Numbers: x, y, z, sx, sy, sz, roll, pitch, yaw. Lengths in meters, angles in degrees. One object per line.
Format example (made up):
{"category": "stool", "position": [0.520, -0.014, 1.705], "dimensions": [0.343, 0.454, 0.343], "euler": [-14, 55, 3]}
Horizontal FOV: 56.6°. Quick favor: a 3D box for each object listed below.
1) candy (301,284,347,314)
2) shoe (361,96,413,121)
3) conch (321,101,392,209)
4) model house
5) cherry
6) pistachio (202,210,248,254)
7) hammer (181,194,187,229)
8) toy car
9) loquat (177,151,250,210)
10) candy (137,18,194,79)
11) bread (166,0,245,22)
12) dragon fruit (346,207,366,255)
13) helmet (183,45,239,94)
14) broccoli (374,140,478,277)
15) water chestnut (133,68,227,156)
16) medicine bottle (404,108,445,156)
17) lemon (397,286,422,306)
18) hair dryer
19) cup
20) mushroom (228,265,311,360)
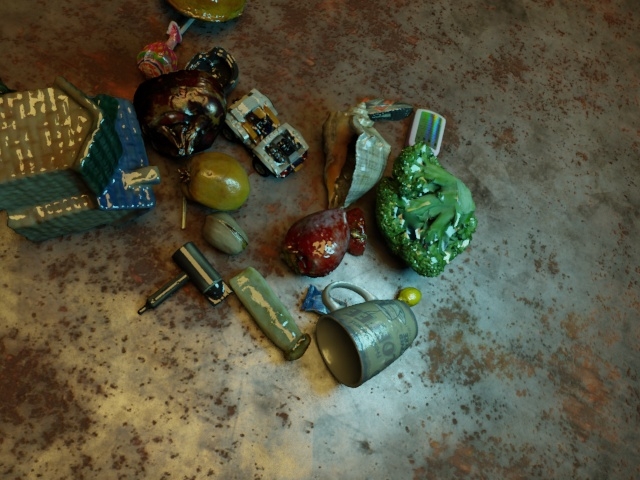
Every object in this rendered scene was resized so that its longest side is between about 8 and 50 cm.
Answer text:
{"category": "candy", "position": [0.013, 0.203, 1.827], "dimensions": [0.136, 0.038, 0.088], "euler": [29, 56, -12]}
{"category": "shoe", "position": [0.229, -0.463, 2.059], "dimensions": [0.194, 0.074, 0.077], "euler": [-9, 72, -14]}
{"category": "conch", "position": [0.124, -0.260, 1.875], "dimensions": [0.210, 0.297, 0.352], "euler": [-4, 99, -11]}
{"category": "model house", "position": [-0.645, -0.249, 1.547], "dimensions": [0.400, 0.445, 0.395], "euler": [-10, 79, -7]}
{"category": "cherry", "position": [0.000, 0.000, 1.799], "dimensions": [0.175, 0.192, 0.250], "euler": [46, 72, -25]}
{"category": "pistachio", "position": [-0.283, -0.021, 1.777], "dimensions": [0.149, 0.113, 0.113], "euler": [33, 69, -8]}
{"category": "hammer", "position": [-0.411, -0.130, 1.808], "dimensions": [0.028, 0.060, 0.195], "euler": [2, 78, -14]}
{"category": "toy car", "position": [-0.170, -0.336, 1.897], "dimensions": [0.301, 0.118, 0.193], "euler": [47, 66, 1]}
{"category": "loquat", "position": [-0.315, -0.175, 1.764], "dimensions": [0.234, 0.187, 0.176], "euler": [17, 75, -33]}
{"category": "candy", "position": [-0.466, -0.657, 1.934], "dimensions": [0.124, 0.124, 0.365], "euler": [29, 61, -5]}
{"category": "bread", "position": [-0.386, -0.853, 1.943], "dimensions": [0.312, 0.172, 0.312], "euler": [10, 56, -15]}
{"category": "dragon fruit", "position": [0.098, -0.035, 1.880], "dimensions": [0.083, 0.106, 0.162], "euler": [0, 77, -13]}
{"category": "helmet", "position": [-0.344, -0.524, 1.913], "dimensions": [0.177, 0.107, 0.153], "euler": [-23, 86, 2]}
{"category": "broccoli", "position": [0.330, -0.084, 1.858], "dimensions": [0.310, 0.321, 0.413], "euler": [-6, 76, 14]}
{"category": "water chestnut", "position": [-0.404, -0.369, 1.757], "dimensions": [0.289, 0.289, 0.244], "euler": [-25, 97, -20]}
{"category": "medicine bottle", "position": [0.355, -0.340, 2.048], "dimensions": [0.115, 0.078, 0.219], "euler": [20, 70, -10]}
{"category": "lemon", "position": [0.280, 0.180, 1.885], "dimensions": [0.092, 0.065, 0.065], "euler": [-15, 78, -27]}
{"category": "hair dryer", "position": [-0.410, 0.152, 1.724], "dimensions": [0.248, 0.078, 0.195], "euler": [-39, 87, -11]}
{"category": "cup", "position": [0.130, 0.246, 1.762], "dimensions": [0.257, 0.227, 0.301], "euler": [-21, 75, -32]}
{"category": "mushroom", "position": [-0.148, 0.217, 1.760], "dimensions": [0.100, 0.081, 0.312], "euler": [-36, 81, -24]}
